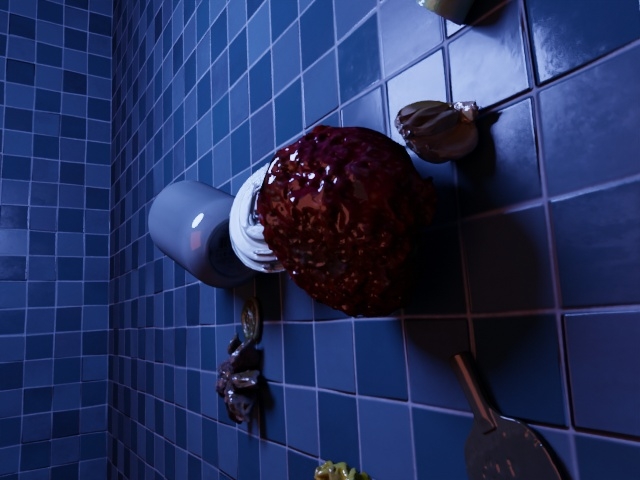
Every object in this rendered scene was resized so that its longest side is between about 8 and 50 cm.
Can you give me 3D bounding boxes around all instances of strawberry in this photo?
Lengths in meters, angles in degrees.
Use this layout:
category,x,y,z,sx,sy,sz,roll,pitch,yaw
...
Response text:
category,x,y,z,sx,sy,sz,roll,pitch,yaw
strawberry,0.023,-0.032,0.696,0.274,0.220,0.275,178,90,-79

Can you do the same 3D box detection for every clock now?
category,x,y,z,sx,sy,sz,roll,pitch,yaw
clock,-0.082,-0.057,0.929,0.236,0.053,0.237,-11,67,27

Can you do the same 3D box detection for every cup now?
category,x,y,z,sx,sy,sz,roll,pitch,yaw
cup,-0.253,-0.016,1.150,0.312,0.205,0.206,24,107,55

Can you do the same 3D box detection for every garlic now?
category,x,y,z,sx,sy,sz,roll,pitch,yaw
garlic,0.149,-0.141,0.657,0.113,0.094,0.074,48,167,41

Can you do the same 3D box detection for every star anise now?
category,x,y,z,sx,sy,sz,roll,pitch,yaw
star anise,-0.187,0.325,1.144,0.212,0.073,0.197,-61,39,38

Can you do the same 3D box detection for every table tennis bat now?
category,x,y,z,sx,sy,sz,roll,pitch,yaw
table tennis bat,0.210,0.243,0.589,0.131,0.022,0.235,-49,51,45

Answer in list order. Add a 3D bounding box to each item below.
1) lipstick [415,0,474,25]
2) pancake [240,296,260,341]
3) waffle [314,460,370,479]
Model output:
category,x,y,z,sx,sy,sz,roll,pitch,yaw
lipstick,0.209,-0.416,0.585,0.076,0.076,0.304,58,134,41
pancake,-0.161,0.183,1.166,0.108,0.017,0.108,-9,79,61
waffle,0.041,0.452,0.794,0.161,0.055,0.211,-58,38,37
